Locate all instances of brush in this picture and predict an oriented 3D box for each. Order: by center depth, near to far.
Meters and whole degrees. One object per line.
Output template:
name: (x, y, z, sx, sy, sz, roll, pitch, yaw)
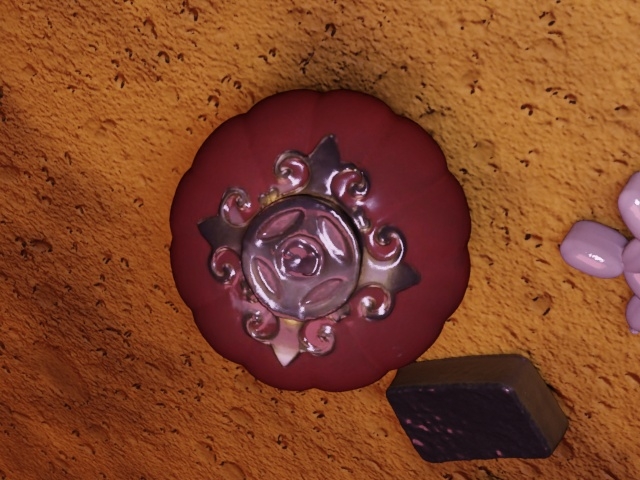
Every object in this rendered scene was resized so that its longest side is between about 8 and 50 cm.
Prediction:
brush: (0.177, 0.198, 1.474, 0.197, 0.059, 0.123, -11, 119, 42)

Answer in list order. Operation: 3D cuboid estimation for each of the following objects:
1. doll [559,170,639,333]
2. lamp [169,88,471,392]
doll: (0.316, 0.026, 1.212, 0.160, 0.059, 0.161, 39, 140, 0)
lamp: (0.000, 0.000, 1.256, 0.303, 0.257, 0.303, 1, 97, 7)
